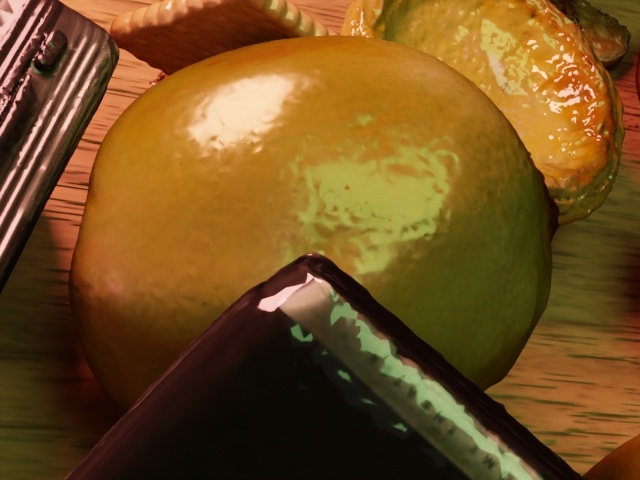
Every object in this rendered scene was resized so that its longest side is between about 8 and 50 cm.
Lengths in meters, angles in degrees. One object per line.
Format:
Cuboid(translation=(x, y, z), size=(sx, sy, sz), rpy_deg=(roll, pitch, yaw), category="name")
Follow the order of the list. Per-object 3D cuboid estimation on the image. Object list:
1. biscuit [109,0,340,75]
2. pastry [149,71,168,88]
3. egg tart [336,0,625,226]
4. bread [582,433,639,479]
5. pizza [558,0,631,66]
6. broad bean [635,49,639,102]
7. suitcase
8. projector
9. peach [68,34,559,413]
Cuboid(translation=(-0.023, -0.127, 1.096), size=(0.249, 0.160, 0.030), rpy_deg=(25, 66, -41), category="biscuit")
Cuboid(translation=(-0.094, -0.123, 1.195), size=(0.087, 0.063, 0.169), rpy_deg=(29, 47, -19), category="pastry")
Cuboid(translation=(0.137, -0.122, 1.304), size=(0.294, 0.123, 0.294), rpy_deg=(14, 55, -21), category="egg tart")
Cuboid(translation=(0.274, 0.290, 1.050), size=(0.132, 0.167, 0.294), rpy_deg=(6, 55, -29), category="bread")
Cuboid(translation=(0.297, -0.218, 1.542), size=(0.099, 0.029, 0.100), rpy_deg=(4, 58, -39), category="pizza")
Cuboid(translation=(0.396, -0.172, 1.504), size=(0.122, 0.156, 0.228), rpy_deg=(7, 48, 27), category="broad bean")
Cuboid(translation=(-0.250, -0.019, 0.926), size=(0.128, 0.202, 0.312), rpy_deg=(29, 48, -11), category="suitcase")
Cuboid(translation=(-0.002, 0.273, 0.726), size=(0.395, 0.405, 0.242), rpy_deg=(41, 2, 0), category="projector")
Cuboid(translation=(-0.007, 0.003, 0.979), size=(0.315, 0.282, 0.314), rpy_deg=(0, 23, 17), category="peach")
